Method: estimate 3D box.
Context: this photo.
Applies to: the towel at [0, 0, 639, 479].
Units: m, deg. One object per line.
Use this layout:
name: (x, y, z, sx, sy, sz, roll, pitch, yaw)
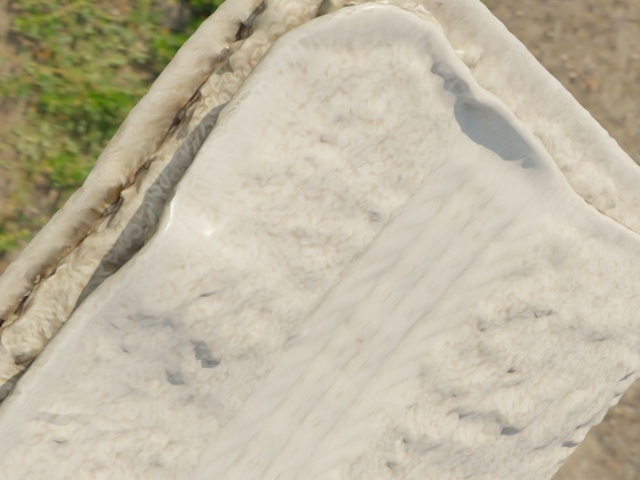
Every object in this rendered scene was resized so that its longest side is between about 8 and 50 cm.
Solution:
towel: (-0.023, 0.067, 0.498, 0.282, 0.049, 0.187, -52, 133, 3)
